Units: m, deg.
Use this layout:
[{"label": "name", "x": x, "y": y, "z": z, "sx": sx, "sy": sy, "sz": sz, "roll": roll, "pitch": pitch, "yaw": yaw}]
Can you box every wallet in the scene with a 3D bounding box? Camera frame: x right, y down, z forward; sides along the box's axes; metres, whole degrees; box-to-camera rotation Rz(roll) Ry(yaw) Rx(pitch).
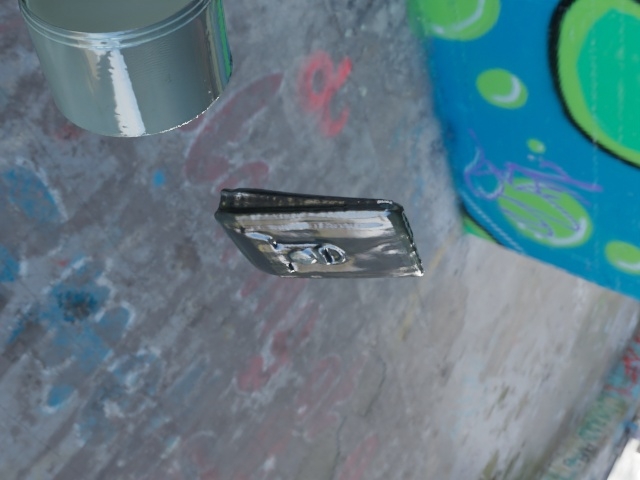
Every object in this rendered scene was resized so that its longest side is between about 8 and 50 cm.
[{"label": "wallet", "x": 0.000, "y": 0.000, "z": 1.086, "sx": 0.169, "sy": 0.245, "sz": 0.052, "roll": 64, "pitch": 37, "yaw": -50}]

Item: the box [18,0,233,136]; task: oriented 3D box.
[{"label": "box", "x": -0.223, "y": -0.254, "z": 1.011, "sx": 0.226, "sy": 0.226, "sz": 0.149, "roll": -47, "pitch": 154, "yaw": -28}]
